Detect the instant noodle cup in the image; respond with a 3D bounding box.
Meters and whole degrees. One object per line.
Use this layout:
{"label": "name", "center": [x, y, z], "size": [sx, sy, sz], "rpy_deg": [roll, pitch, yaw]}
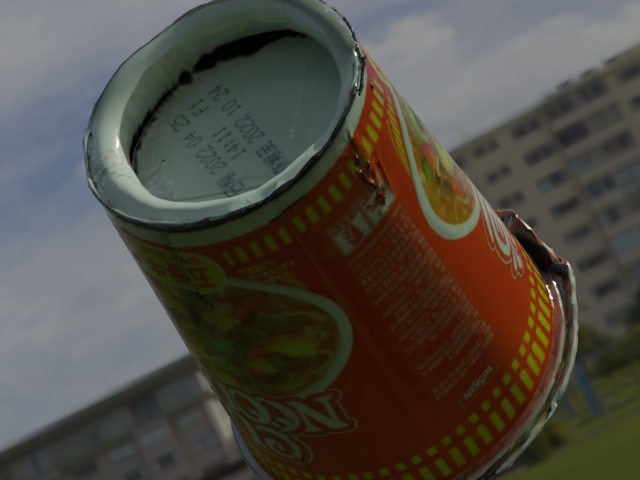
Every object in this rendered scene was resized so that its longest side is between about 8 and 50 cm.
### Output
{"label": "instant noodle cup", "center": [0.000, 0.000, 0.759], "size": [0.193, 0.193, 0.212], "rpy_deg": [-27, -43, 7]}
